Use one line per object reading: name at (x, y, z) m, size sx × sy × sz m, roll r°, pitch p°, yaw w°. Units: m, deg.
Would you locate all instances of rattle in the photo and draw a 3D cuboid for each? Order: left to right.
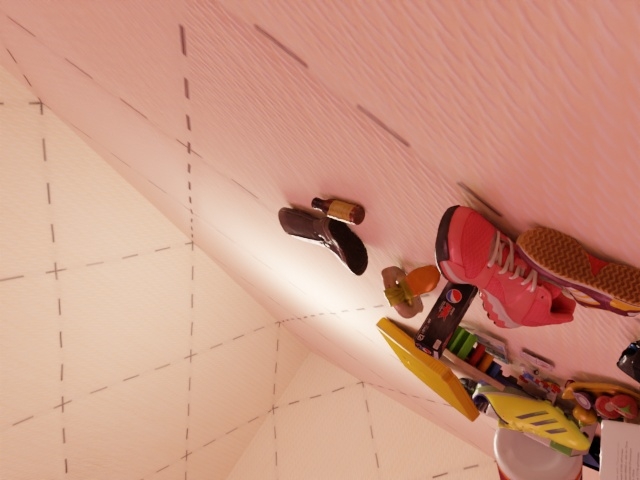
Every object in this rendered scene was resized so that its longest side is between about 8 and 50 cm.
rattle at (0.235, 0.108, 1.171) m, size 0.200 × 0.143 × 0.130 m, roll 30°, pitch -156°, yaw -45°

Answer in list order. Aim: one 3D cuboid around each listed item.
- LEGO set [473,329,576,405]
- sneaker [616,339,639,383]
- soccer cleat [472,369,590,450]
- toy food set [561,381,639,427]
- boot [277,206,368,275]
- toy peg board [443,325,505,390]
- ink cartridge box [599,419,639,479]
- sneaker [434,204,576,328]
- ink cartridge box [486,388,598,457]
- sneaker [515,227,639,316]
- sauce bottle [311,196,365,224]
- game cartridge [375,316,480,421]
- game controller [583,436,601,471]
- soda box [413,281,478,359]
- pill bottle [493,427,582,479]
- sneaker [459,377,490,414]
LEGO set at (0.480, 0.310, 1.213) m, size 0.244 × 0.060 × 0.182 m, roll 24°, pitch 164°, yaw 31°
sneaker at (0.549, 0.220, 0.817) m, size 0.121 × 0.079 × 0.217 m, roll 38°, pitch 175°, yaw 47°
soccer cleat at (0.485, 0.414, 1.196) m, size 0.093 × 0.121 × 0.289 m, roll 48°, pitch 170°, yaw -34°
toy food set at (0.588, 0.349, 1.025) m, size 0.128 × 0.071 × 0.218 m, roll 39°, pitch 154°, yaw -11°
boot at (0.002, -0.001, 1.242) m, size 0.209 × 0.076 × 0.189 m, roll 2°, pitch 130°, yaw 50°
toy peg board at (0.365, 0.270, 1.250) m, size 0.161 × 0.079 × 0.161 m, roll 32°, pitch -179°, yaw -19°
ink cartridge box at (0.646, 0.378, 0.800) m, size 0.223 × 0.128 × 0.307 m, roll 14°, pitch 164°, yaw -15°
sneaker at (0.294, 0.041, 0.779) m, size 0.136 × 0.115 × 0.314 m, roll 0°, pitch 149°, yaw 47°
ink cartridge box at (0.566, 0.457, 1.309) m, size 0.220 × 0.092 × 0.160 m, roll 20°, pitch 178°, yaw 43°
sneaker at (0.355, 0.052, 0.710) m, size 0.186 × 0.069 × 0.083 m, roll 30°, pitch 158°, yaw 19°
sauce bottle at (0.034, -0.065, 1.061) m, size 0.128 × 0.042 × 0.042 m, roll 21°, pitch 158°, yaw 43°
game cartridge at (0.338, 0.404, 1.616) m, size 0.324 × 0.053 × 0.285 m, roll 32°, pitch 163°, yaw 49°
game controller at (0.737, 0.605, 1.508) m, size 0.166 × 0.067 × 0.319 m, roll 40°, pitch 162°, yaw -16°
soda box at (0.248, 0.144, 0.998) m, size 0.053 × 0.168 × 0.060 m, roll 27°, pitch 162°, yaw 26°
pill bottle at (0.634, 0.685, 1.474) m, size 0.224 × 0.224 × 0.392 m, roll 20°, pitch 145°, yaw 42°
sneaker at (0.544, 0.519, 1.644) m, size 0.132 × 0.086 × 0.229 m, roll 35°, pitch 174°, yaw -18°
